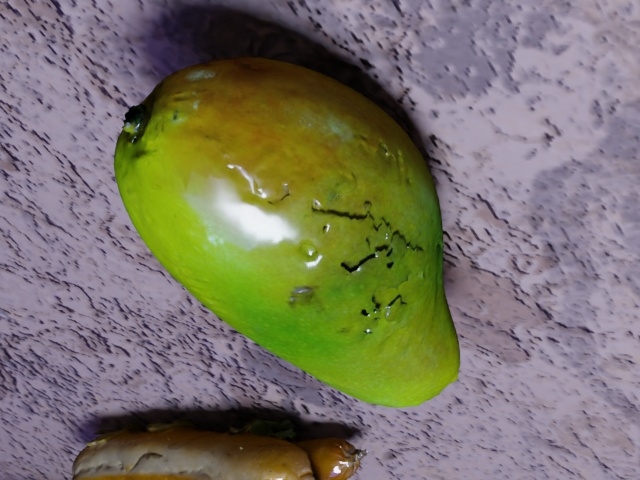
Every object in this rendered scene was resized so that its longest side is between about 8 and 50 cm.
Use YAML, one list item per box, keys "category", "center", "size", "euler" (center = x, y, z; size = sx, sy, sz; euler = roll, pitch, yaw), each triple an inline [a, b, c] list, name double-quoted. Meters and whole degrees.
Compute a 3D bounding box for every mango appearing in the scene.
- category: "mango"
  center: [0.000, 0.000, 0.768]
  size: [0.125, 0.111, 0.233]
  euler: [-3, 143, 42]

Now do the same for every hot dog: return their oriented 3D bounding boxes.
- category: "hot dog"
  center: [-0.071, 0.165, 1.107]
  size: [0.270, 0.072, 0.109]
  euler: [-11, 138, 44]
